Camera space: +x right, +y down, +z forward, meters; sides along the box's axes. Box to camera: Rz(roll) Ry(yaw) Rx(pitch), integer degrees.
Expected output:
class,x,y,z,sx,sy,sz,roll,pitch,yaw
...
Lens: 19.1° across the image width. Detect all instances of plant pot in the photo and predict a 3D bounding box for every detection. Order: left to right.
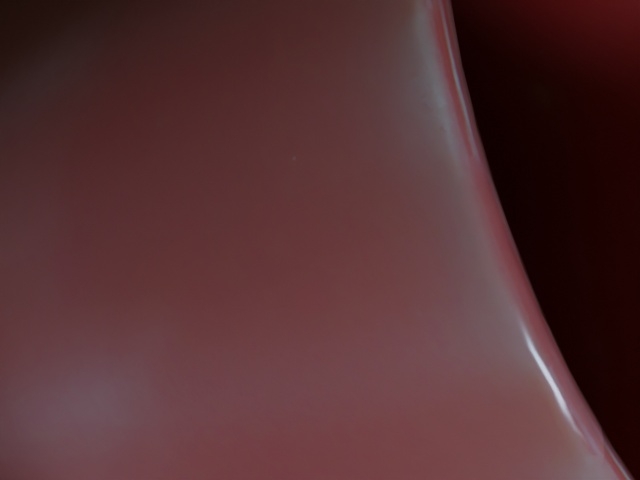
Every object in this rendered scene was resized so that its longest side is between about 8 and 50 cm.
class,x,y,z,sx,sy,sz,roll,pitch,yaw
plant pot,0.000,0.000,0.581,0.243,0.275,0.275,-17,60,29
